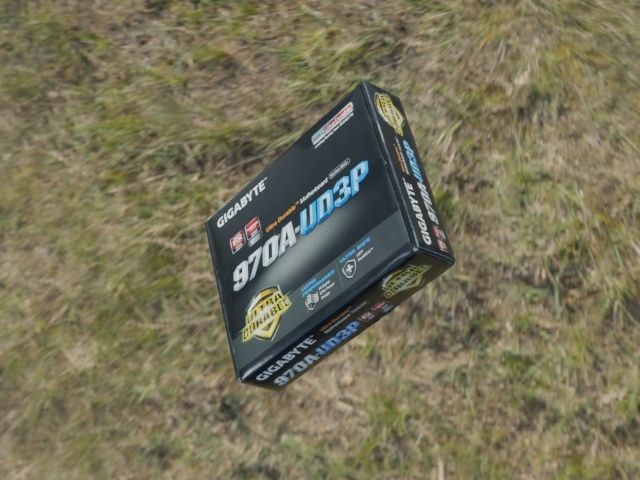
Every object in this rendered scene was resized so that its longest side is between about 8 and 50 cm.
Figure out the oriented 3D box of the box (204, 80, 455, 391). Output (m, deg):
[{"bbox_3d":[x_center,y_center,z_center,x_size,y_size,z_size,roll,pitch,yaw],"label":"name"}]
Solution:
[{"bbox_3d":[0.000,0.000,1.034,0.220,0.051,0.175,-38,50,32],"label":"box"}]
